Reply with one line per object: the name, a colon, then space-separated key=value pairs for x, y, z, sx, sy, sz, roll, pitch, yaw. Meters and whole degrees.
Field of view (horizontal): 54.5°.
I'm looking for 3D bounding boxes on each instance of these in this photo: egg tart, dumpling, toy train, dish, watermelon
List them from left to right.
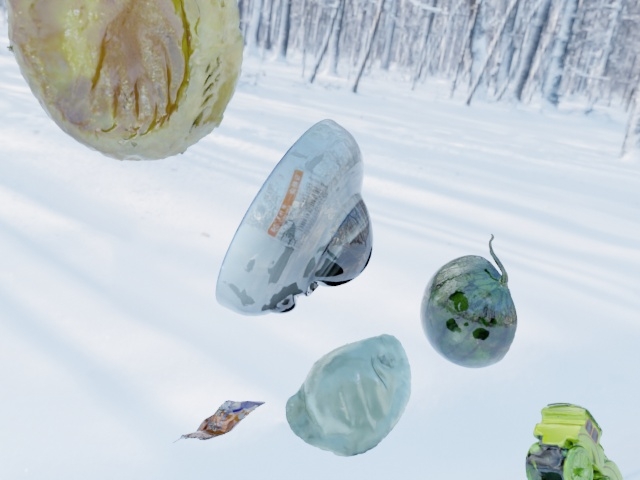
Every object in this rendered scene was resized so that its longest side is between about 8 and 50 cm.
egg tart: x=-0.246 y=-0.294 z=0.817 sx=0.388 sy=0.387 sz=0.169 roll=17 pitch=28 yaw=23
dish: x=0.000 y=0.000 z=0.778 sx=0.134 sy=0.273 sz=0.273 roll=32 pitch=21 yaw=8
dumpling: x=0.049 y=0.241 z=0.988 sx=0.219 sy=0.152 sz=0.108 roll=-33 pitch=5 yaw=-5
watermelon: x=0.249 y=0.128 z=1.119 sx=0.127 sy=0.204 sz=0.232 roll=-5 pitch=-23 yaw=-17
toy train: x=0.263 y=0.253 z=0.559 sx=0.053 sy=0.249 sz=0.085 roll=-10 pitch=34 yaw=49

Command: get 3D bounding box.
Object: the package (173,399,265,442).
package: x=-0.122 y=0.224 z=0.765 sx=0.077 sy=0.033 sz=0.111 roll=0 pitch=17 yaw=37
